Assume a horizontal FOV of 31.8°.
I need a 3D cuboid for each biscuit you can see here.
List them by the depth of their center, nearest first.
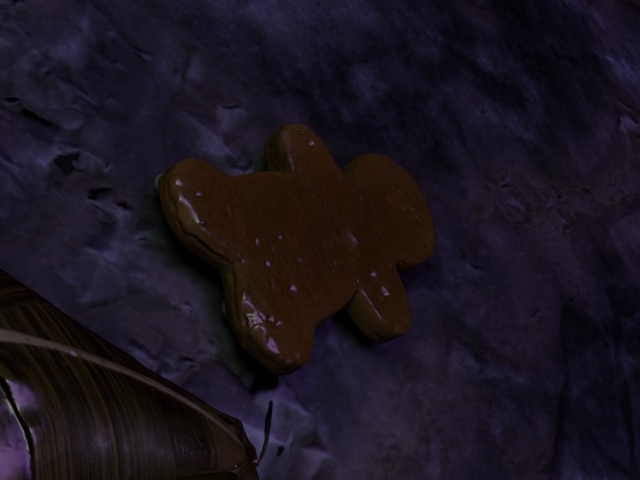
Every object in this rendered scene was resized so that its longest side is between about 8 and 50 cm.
[{"bbox_3d":[0.000,0.000,0.907,0.301,0.049,0.197,-24,86,-53],"label":"biscuit"}]

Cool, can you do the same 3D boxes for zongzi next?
[{"bbox_3d":[-0.148,0.067,0.645,0.247,0.111,0.241,11,49,-50],"label":"zongzi"}]
